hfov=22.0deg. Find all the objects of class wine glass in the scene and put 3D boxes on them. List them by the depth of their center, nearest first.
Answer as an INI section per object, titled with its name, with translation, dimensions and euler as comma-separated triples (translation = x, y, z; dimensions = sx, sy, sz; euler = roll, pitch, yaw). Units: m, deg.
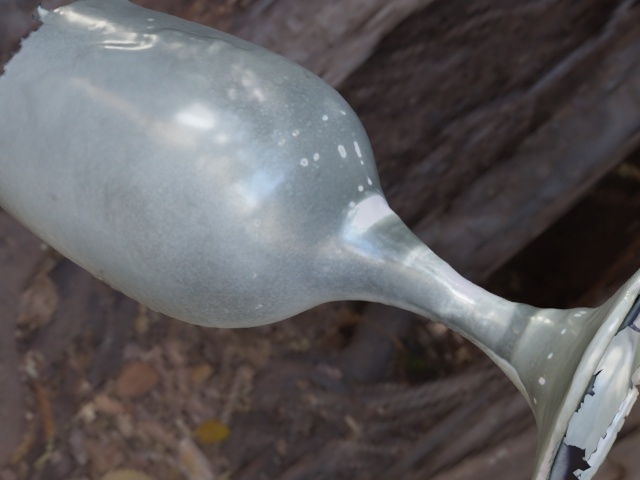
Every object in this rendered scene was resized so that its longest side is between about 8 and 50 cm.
[wine glass]
translation = 0.000, 0.000, 0.736
dimensions = 0.321, 0.143, 0.143
euler = 30, 9, 19
